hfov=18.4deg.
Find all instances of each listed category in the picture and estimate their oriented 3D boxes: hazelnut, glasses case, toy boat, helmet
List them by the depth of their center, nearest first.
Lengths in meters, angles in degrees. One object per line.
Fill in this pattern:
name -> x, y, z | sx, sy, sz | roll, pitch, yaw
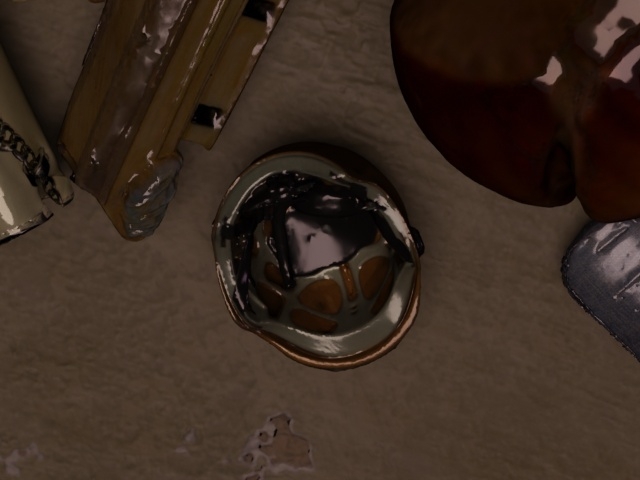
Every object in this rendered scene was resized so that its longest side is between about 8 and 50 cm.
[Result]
hazelnut -> 0.262, -0.202, 1.682 | 0.359, 0.359, 0.409 | 33, 119, -6
toy boat -> -0.106, -0.203, 1.820 | 0.162, 0.136, 0.445 | 9, 117, -37
helmet -> 0.000, 0.000, 1.884 | 0.198, 0.130, 0.224 | -20, 116, 16
glasses case -> 0.353, 0.083, 1.911 | 0.282, 0.067, 0.109 | 42, 106, -11

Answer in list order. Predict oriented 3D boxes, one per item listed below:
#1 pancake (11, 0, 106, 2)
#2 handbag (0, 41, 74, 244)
pancake -> -0.232, -0.331, 1.832 | 0.212, 0.056, 0.257 | 43, 115, -2
handbag -> -0.404, -0.159, 1.843 | 0.236, 0.160, 0.359 | -14, 108, 29
